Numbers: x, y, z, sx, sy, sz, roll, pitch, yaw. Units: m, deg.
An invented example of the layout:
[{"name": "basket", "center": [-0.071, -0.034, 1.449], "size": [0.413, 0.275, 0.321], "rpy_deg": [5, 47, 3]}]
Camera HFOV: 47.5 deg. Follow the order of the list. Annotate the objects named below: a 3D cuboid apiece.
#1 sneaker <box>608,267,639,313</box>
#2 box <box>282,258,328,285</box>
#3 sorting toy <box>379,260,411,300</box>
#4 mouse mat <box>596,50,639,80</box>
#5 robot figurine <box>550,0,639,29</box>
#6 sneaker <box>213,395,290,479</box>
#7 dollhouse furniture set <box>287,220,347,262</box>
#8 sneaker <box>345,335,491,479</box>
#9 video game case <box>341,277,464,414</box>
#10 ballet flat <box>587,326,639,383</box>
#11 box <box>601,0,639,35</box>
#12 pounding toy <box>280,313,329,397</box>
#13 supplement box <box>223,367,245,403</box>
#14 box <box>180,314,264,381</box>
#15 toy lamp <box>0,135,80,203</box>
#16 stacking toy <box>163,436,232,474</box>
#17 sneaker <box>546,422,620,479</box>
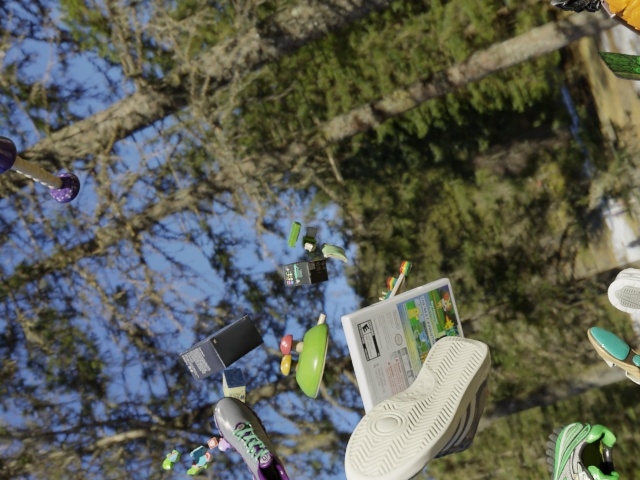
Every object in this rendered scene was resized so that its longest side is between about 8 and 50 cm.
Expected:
[{"name": "sneaker", "center": [0.686, 0.103, 1.411], "size": [0.115, 0.232, 0.090], "rpy_deg": [-47, -28, -50]}, {"name": "box", "center": [-0.034, 0.073, 1.649], "size": [0.062, 0.083, 0.052], "rpy_deg": [-9, -90, -46]}, {"name": "sorting toy", "center": [0.226, 0.197, 2.345], "size": [0.132, 0.046, 0.274], "rpy_deg": [80, -148, -47]}, {"name": "mouse mat", "center": [0.559, -0.291, 1.231], "size": [0.189, 0.153, 0.007], "rpy_deg": [-72, -11, -61]}, {"name": "robot figurine", "center": [0.459, -0.395, 1.043], "size": [0.291, 0.211, 0.085], "rpy_deg": [21, -124, -13]}, {"name": "sneaker", "center": [-0.125, 0.400, 1.430], "size": [0.223, 0.083, 0.098], "rpy_deg": [55, 156, 0]}, {"name": "dollhouse furniture set", "center": [0.000, 0.000, 1.774], "size": [0.076, 0.152, 0.058], "rpy_deg": [-119, 44, -72]}, {"name": "sneaker", "center": [0.168, 0.297, 1.120], "size": [0.350, 0.131, 0.148], "rpy_deg": [-34, -55, -41]}, {"name": "video game case", "center": [0.213, 0.283, 1.649], "size": [0.036, 0.300, 0.329], "rpy_deg": [-8, 98, 60]}, {"name": "ballet flat", "center": [0.774, 0.310, 1.845], "size": [0.080, 0.232, 0.073], "rpy_deg": [-32, -34, -41]}, {"name": "box", "center": [0.698, -0.670, 1.727], "size": [0.191, 0.143, 0.381], "rpy_deg": [9, -132, -40]}, {"name": "pounding toy", "center": [-0.049, 0.281, 1.809], "size": [0.237, 0.110, 0.183], "rpy_deg": [-102, 23, -81]}, {"name": "supplement box", "center": [-0.267, 0.455, 2.251], "size": [0.083, 0.056, 0.083], "rpy_deg": [-121, 31, -56]}, {"name": "box", "center": [-0.267, 0.292, 1.974], "size": [0.156, 0.158, 0.093], "rpy_deg": [-30, -91, -45]}, {"name": "toy lamp", "center": [-0.591, -0.143, 1.456], "size": [0.275, 0.080, 0.080], "rpy_deg": [42, -149, -67]}, {"name": "stacking toy", "center": [-0.263, 0.520, 1.805], "size": [0.052, 0.221, 0.167], "rpy_deg": [58, -179, 30]}, {"name": "sneaker", "center": [0.547, 0.544, 1.523], "size": [0.146, 0.134, 0.343], "rpy_deg": [132, 152, -60]}]
